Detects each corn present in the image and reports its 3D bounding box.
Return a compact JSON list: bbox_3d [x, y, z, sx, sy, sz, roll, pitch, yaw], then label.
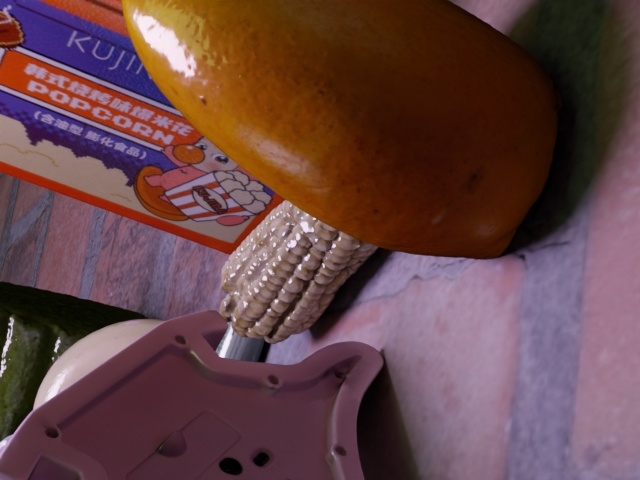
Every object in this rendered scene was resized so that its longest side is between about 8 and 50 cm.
[{"bbox_3d":[0.000,0.000,0.956,0.211,0.087,0.087,-45,36,39],"label":"corn"}]

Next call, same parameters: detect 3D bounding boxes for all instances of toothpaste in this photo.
[{"bbox_3d":[-0.050,0.037,1.098,0.064,0.041,0.218,-153,82,-72],"label":"toothpaste"}]

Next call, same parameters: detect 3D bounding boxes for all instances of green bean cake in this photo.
[{"bbox_3d":[-0.275,0.134,1.275,0.247,0.249,0.156,21,95,68],"label":"green bean cake"}]

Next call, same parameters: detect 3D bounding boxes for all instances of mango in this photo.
[{"bbox_3d":[0.007,-0.093,0.755,0.138,0.257,0.187,-52,31,42],"label":"mango"}]

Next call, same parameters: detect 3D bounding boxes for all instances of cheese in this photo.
[{"bbox_3d":[-0.215,0.153,1.127,0.071,0.248,0.164,156,111,-88],"label":"cheese"}]

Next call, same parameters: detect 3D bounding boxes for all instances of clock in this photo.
[{"bbox_3d":[-0.025,0.162,0.795,0.290,0.275,0.080,-42,-18,-56],"label":"clock"}]

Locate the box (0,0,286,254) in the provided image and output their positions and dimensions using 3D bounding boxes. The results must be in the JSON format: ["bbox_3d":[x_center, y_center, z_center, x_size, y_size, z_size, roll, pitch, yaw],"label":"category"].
[{"bbox_3d":[-0.140,-0.220,1.029,0.257,0.348,0.319,-47,27,50],"label":"box"}]
